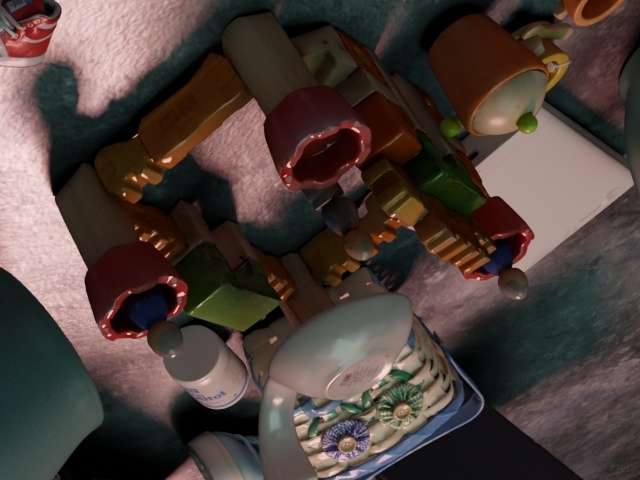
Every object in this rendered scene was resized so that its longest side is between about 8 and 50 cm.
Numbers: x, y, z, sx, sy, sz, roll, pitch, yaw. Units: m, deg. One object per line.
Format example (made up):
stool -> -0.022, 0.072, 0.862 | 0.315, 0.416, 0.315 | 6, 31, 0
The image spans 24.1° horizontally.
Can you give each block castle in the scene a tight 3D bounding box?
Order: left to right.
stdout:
block castle -> 0.000, 0.000, 1.430 | 0.303, 0.213, 0.453 | -39, 151, 15

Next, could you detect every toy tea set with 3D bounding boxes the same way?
toy tea set -> 0.243, -0.216, 1.392 | 0.200, 0.124, 0.336 | -12, 148, -42

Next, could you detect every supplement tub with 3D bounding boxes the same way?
supplement tub -> -0.128, 0.144, 1.694 | 0.071, 0.071, 0.107 | -32, 152, 2

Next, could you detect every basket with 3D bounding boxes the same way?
basket -> 0.046, 0.192, 1.798 | 0.255, 0.201, 0.289 | -33, 141, 2

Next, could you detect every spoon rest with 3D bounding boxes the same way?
spoon rest -> -0.003, 0.130, 1.386 | 0.137, 0.084, 0.276 | -12, 146, -31

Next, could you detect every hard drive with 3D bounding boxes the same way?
hard drive -> 0.234, -0.059, 1.751 | 0.203, 0.040, 0.307 | -40, 150, 17

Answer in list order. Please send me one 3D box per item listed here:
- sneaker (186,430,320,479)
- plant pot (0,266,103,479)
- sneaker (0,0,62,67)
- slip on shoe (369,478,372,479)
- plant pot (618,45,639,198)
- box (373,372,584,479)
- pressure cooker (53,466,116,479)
sneaker -> -0.063, 0.290, 1.955 | 0.150, 0.135, 0.366 | -39, 161, -2
plant pot -> -0.345, 0.163, 1.333 | 0.255, 0.271, 0.271 | -36, 156, -23
sneaker -> -0.246, -0.158, 1.109 | 0.118, 0.042, 0.067 | -14, 153, -44
slip on shoe -> 0.062, 0.334, 2.229 | 0.041, 0.051, 0.135 | 14, 155, 1
plant pot -> 0.454, -0.144, 1.659 | 0.293, 0.196, 0.293 | -24, 152, -14
box -> 0.260, 0.390, 2.153 | 0.179, 0.343, 0.312 | -48, 155, -9
pressure cooker -> -0.255, 0.473, 1.755 | 0.375, 0.370, 0.420 | -64, 163, -4
